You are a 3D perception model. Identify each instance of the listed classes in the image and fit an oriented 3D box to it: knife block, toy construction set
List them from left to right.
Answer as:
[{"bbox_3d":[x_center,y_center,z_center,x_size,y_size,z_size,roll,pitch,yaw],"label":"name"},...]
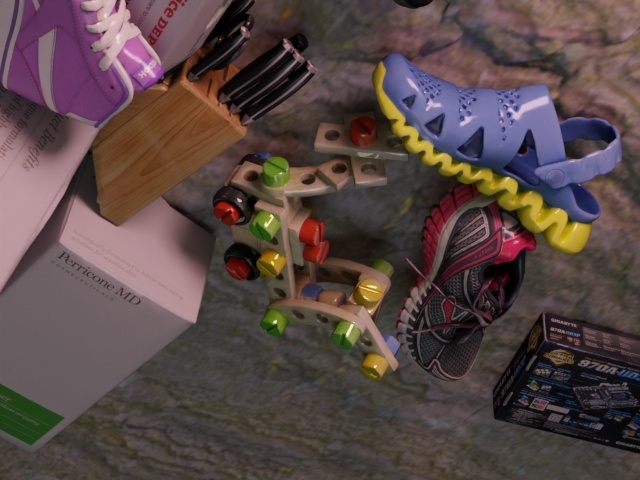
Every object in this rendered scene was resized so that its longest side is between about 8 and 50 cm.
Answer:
[{"bbox_3d":[-0.123,-0.135,1.470,0.242,0.088,0.275,5,135,3],"label":"knife block"},{"bbox_3d":[0.000,0.000,1.554,0.215,0.151,0.327,21,131,20],"label":"toy construction set"}]

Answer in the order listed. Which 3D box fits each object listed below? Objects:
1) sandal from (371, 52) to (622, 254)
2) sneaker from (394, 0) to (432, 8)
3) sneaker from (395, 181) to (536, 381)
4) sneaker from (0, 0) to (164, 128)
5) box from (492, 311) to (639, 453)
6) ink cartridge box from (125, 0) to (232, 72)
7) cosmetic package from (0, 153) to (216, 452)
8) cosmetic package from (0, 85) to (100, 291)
[{"bbox_3d":[0.193,-0.116,1.449,0.317,0.126,0.138,28,118,-26],"label":"sandal"},{"bbox_3d":[0.114,-0.299,1.257,0.130,0.087,0.227,22,137,25],"label":"sneaker"},{"bbox_3d":[0.168,0.068,1.601,0.121,0.112,0.299,-27,145,-26],"label":"sneaker"},{"bbox_3d":[-0.195,-0.216,1.211,0.161,0.102,0.282,30,140,7],"label":"sneaker"},{"bbox_3d":[0.354,0.188,1.780,0.220,0.051,0.175,14,135,-8],"label":"box"},{"bbox_3d":[-0.181,-0.273,1.281,0.208,0.087,0.153,41,130,1],"label":"ink cartridge box"},{"bbox_3d":[-0.315,0.085,1.673,0.197,0.155,0.365,33,131,-22],"label":"cosmetic package"},{"bbox_3d":[-0.488,-0.083,1.333,0.394,0.329,0.327,41,133,-18],"label":"cosmetic package"}]
